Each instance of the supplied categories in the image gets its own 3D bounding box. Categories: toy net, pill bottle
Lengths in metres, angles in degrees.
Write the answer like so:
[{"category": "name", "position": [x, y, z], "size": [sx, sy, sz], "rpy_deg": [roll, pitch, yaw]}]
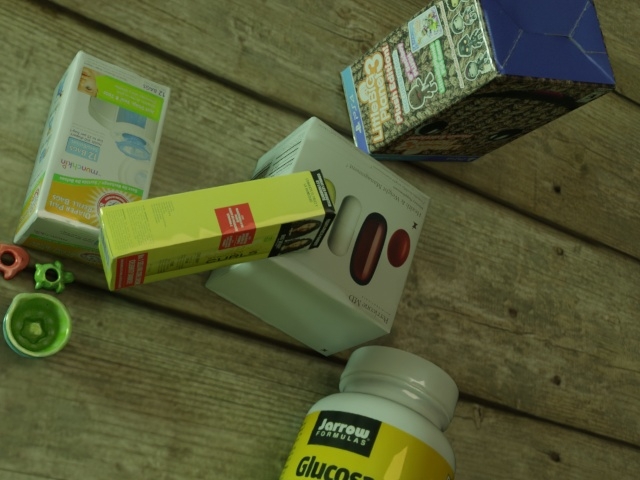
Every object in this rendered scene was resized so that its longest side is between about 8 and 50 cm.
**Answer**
[{"category": "toy net", "position": [-0.366, 0.046, 0.860], "size": [0.232, 0.045, 0.122], "rpy_deg": [17, 65, -28]}, {"category": "pill bottle", "position": [0.042, 0.295, 0.954], "size": [0.188, 0.188, 0.334], "rpy_deg": [36, 57, -18]}]

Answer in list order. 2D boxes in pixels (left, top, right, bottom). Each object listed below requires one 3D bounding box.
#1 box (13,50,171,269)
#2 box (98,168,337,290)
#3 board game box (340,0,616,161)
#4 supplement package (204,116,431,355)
[{"category": "box", "position": [-0.252, -0.084, 0.945], "size": [0.114, 0.103, 0.203], "rpy_deg": [20, 64, -26]}, {"category": "box", "position": [-0.105, -0.012, 0.868], "size": [0.232, 0.087, 0.058], "rpy_deg": [-11, 67, -22]}, {"category": "board game box", "position": [0.211, -0.225, 1.183], "size": [0.232, 0.291, 0.141], "rpy_deg": [-3, 76, -34]}, {"category": "supplement package", "position": [0.000, 0.000, 1.053], "size": [0.194, 0.149, 0.203], "rpy_deg": [32, 58, -19]}]
